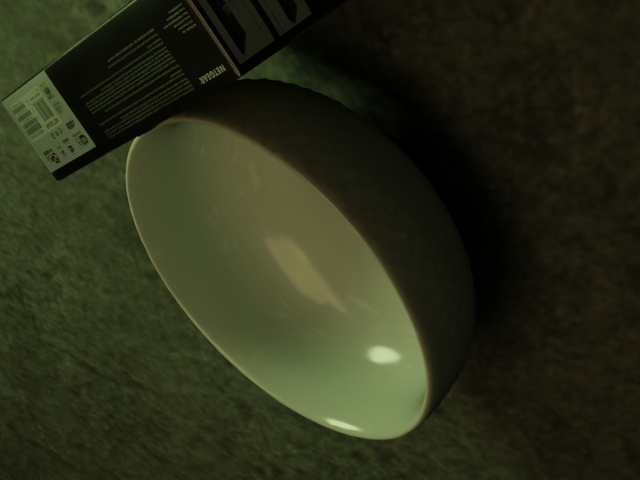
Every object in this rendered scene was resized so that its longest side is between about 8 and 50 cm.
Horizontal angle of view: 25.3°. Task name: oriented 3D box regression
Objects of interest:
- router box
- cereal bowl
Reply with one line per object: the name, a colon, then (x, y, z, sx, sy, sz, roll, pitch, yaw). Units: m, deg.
router box: (-0.070, -0.168, 1.037, 0.081, 0.243, 0.309, 56, 149, -10)
cereal bowl: (0.000, 0.000, 1.219, 0.339, 0.141, 0.339, 31, 146, 24)
